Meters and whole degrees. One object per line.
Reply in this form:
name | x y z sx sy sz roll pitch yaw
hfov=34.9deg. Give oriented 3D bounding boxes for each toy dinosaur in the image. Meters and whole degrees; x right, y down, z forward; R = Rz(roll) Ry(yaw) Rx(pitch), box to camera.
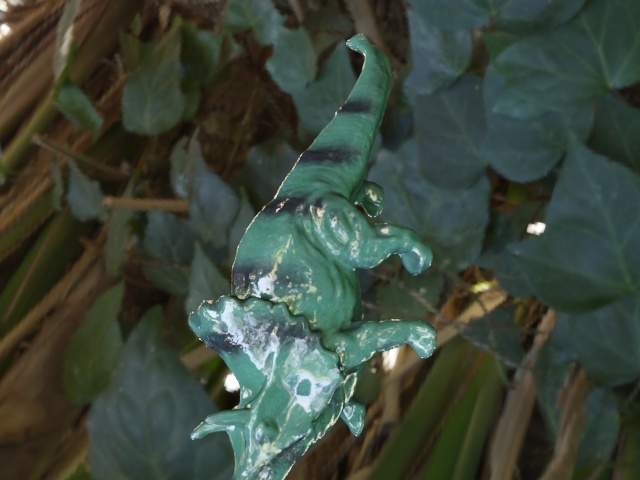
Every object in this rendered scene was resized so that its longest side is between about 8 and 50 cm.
toy dinosaur | 0.015 0.010 0.568 0.120 0.292 0.079 33 154 -10
